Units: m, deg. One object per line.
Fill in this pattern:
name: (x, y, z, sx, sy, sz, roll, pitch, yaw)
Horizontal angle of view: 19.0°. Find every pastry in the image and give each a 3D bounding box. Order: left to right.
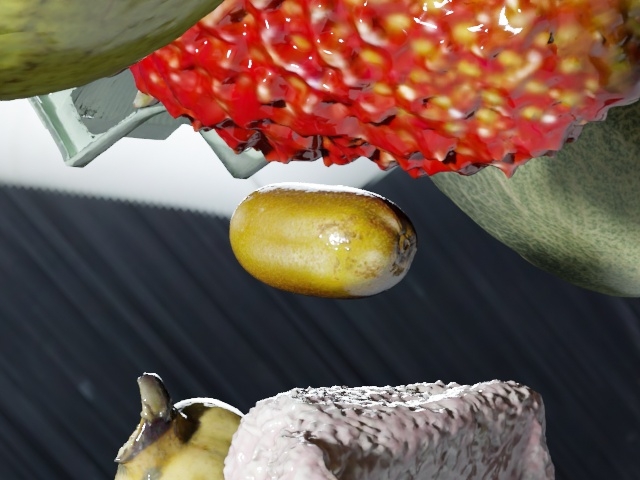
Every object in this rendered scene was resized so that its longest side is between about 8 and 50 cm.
pastry: (0.029, 0.129, 1.022, 0.112, 0.103, 0.265, 6, 4, 29)

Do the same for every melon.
melon: (0.198, -0.101, 1.445, 0.248, 0.329, 0.248, -44, 12, 12)

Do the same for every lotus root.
lotus root: (-0.078, 0.174, 1.286, 0.118, 0.221, 0.125, -33, 42, 5)

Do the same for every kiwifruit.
kiwifruit: (0.000, 0.000, 1.170, 0.124, 0.075, 0.075, 10, 44, 32)

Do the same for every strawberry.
strawberry: (0.005, -0.140, 0.903, 0.306, 0.233, 0.138, 11, 17, 41)

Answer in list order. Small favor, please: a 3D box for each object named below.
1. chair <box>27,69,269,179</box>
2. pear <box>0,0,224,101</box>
chair: (-0.118, -0.144, 1.467, 0.190, 0.274, 0.203, -43, -24, 29)
pear: (-0.081, -0.126, 0.430, 0.197, 0.197, 0.197, -36, 15, 12)
